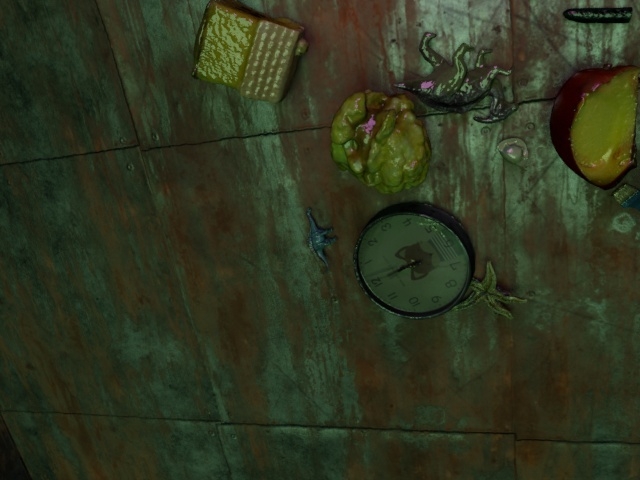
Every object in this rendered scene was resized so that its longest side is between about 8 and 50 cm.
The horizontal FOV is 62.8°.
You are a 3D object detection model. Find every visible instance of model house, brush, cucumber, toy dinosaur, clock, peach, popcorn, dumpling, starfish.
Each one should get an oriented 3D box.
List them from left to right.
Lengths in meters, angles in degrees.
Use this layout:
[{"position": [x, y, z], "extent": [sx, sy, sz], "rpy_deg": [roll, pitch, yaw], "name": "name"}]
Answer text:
[{"position": [-0.159, -0.443, 1.248], "extent": [0.235, 0.174, 0.193], "rpy_deg": [24, 117, 7], "name": "model house"}, {"position": [0.000, 0.000, 1.477], "extent": [0.080, 0.045, 0.197], "rpy_deg": [-7, 105, 31], "name": "toy dinosaur"}, {"position": [0.148, -0.233, 1.227], "extent": [0.250, 0.241, 0.234], "rpy_deg": [24, 114, 0], "name": "popcorn"}, {"position": [0.246, 0.061, 1.405], "extent": [0.326, 0.067, 0.324], "rpy_deg": [8, 113, 18], "name": "clock"}, {"position": [0.324, -0.367, 1.207], "extent": [0.295, 0.077, 0.162], "rpy_deg": [19, 117, 6], "name": "toy dinosaur"}, {"position": [0.443, 0.129, 1.404], "extent": [0.208, 0.053, 0.175], "rpy_deg": [13, 125, 16], "name": "starfish"}, {"position": [0.466, -0.215, 1.258], "extent": [0.077, 0.043, 0.059], "rpy_deg": [37, 101, 15], "name": "dumpling"}, {"position": [0.588, -0.244, 1.148], "extent": [0.159, 0.153, 0.267], "rpy_deg": [-13, 119, 10], "name": "peach"}, {"position": [0.584, -0.478, 1.113], "extent": [0.133, 0.032, 0.032], "rpy_deg": [6, 114, 12], "name": "cucumber"}, {"position": [0.771, -0.073, 1.252], "extent": [0.164, 0.014, 0.051], "rpy_deg": [39, 119, -5], "name": "brush"}]
